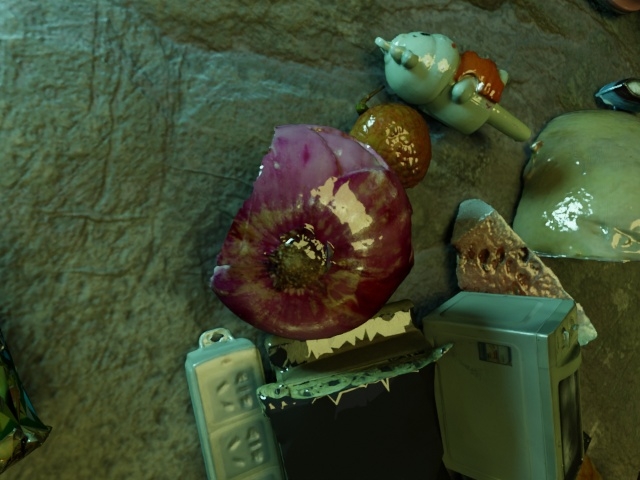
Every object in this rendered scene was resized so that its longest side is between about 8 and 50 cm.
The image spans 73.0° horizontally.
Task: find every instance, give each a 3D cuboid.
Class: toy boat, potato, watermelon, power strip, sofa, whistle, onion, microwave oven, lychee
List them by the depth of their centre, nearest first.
[{"bbox_3d":[0.000,0.002,0.432,0.200,0.200,0.207,33,78,-21],"label":"onion"},{"bbox_3d":[-0.084,0.231,0.465,0.078,0.052,0.272,-12,94,-25],"label":"power strip"},{"bbox_3d":[0.044,0.215,0.488,0.200,0.182,0.258,-14,97,-9],"label":"sofa"},{"bbox_3d":[0.228,0.177,0.530,0.129,0.163,0.205,-17,104,-44],"label":"microwave oven"},{"bbox_3d":[0.077,-0.122,0.532,0.114,0.140,0.101,-12,132,-44],"label":"lychee"},{"bbox_3d":[0.179,-0.200,0.571,0.253,0.106,0.102,26,54,-17],"label":"whistle"},{"bbox_3d":[0.260,0.054,0.624,0.154,0.094,0.241,-26,96,5],"label":"watermelon"},{"bbox_3d":[0.432,-0.098,0.645,0.211,0.189,0.265,4,87,-25],"label":"potato"},{"bbox_3d":[0.565,-0.258,0.784,0.137,0.061,0.060,3,79,-17],"label":"toy boat"}]

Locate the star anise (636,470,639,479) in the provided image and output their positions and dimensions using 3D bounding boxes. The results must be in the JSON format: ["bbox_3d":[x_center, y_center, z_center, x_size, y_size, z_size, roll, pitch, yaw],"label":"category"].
[{"bbox_3d":[0.517,0.520,0.691,0.346,0.148,0.237,44,73,-25],"label":"star anise"}]

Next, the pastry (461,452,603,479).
[{"bbox_3d":[0.303,0.394,0.610,0.235,0.121,0.257,7,78,-29],"label":"pastry"}]

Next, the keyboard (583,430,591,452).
[{"bbox_3d":[0.391,0.402,0.712,0.067,0.011,0.202,42,72,-18],"label":"keyboard"}]

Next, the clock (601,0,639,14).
[{"bbox_3d":[0.539,-0.535,0.781,0.244,0.056,0.245,1,87,-28],"label":"clock"}]

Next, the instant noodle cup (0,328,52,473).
[{"bbox_3d":[-0.321,0.087,0.273,0.240,0.240,0.178,-16,87,-25],"label":"instant noodle cup"}]
